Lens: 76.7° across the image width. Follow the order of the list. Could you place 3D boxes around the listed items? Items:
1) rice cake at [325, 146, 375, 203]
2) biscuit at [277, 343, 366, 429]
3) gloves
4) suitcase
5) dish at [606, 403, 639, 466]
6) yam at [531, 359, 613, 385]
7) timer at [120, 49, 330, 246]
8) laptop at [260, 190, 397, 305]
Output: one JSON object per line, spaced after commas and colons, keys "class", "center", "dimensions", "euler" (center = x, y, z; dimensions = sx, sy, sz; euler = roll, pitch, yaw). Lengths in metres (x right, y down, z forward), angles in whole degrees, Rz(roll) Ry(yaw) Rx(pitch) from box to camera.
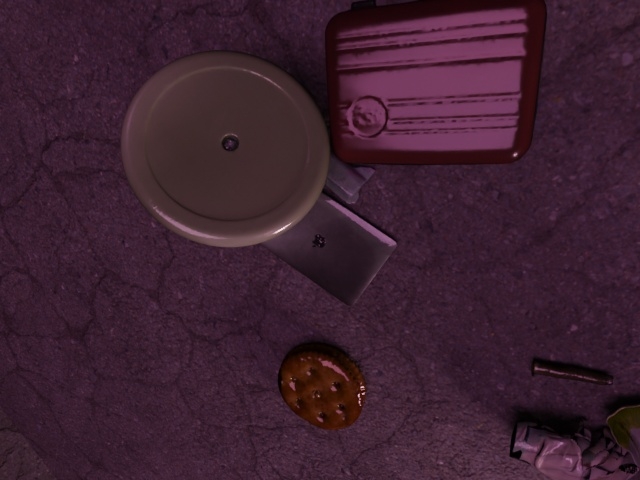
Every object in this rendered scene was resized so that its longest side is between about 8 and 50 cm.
{"class": "rice cake", "center": [-0.024, -0.188, 0.756], "dimensions": [0.290, 0.051, 0.081], "euler": [42, 85, 0]}
{"class": "biscuit", "center": [-0.001, 0.341, 0.938], "dimensions": [0.220, 0.066, 0.221], "euler": [8, 112, 19]}
{"class": "gloves", "center": [0.479, 0.410, 0.765], "dimensions": [0.211, 0.111, 0.128], "euler": [12, 111, 23]}
{"class": "suitcase", "center": [0.160, -0.227, 0.602], "dimensions": [0.296, 0.161, 0.237], "euler": [4, 111, 19]}
{"class": "dish", "center": [0.581, 0.348, 0.735], "dimensions": [0.091, 0.039, 0.137], "euler": [-24, 97, 23]}
{"class": "yam", "center": [0.463, 0.249, 0.748], "dimensions": [0.129, 0.027, 0.033], "euler": [7, 91, 18]}
{"class": "timer", "center": [-0.152, -0.112, 0.709], "dimensions": [0.290, 0.315, 0.291], "euler": [2, 81, -10]}
{"class": "laptop", "center": [0.000, 0.000, 0.834], "dimensions": [0.269, 0.015, 0.188], "euler": [34, 118, 5]}
